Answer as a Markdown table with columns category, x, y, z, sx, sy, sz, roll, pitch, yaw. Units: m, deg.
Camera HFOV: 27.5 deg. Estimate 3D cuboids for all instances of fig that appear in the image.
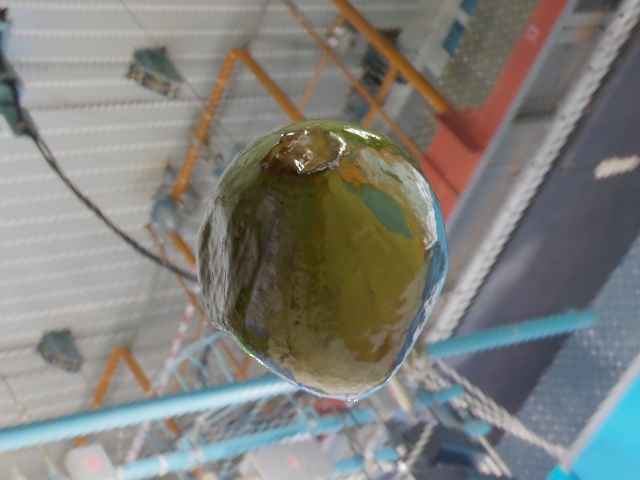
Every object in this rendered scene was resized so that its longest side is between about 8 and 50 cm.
| category | x | y | z | sx | sy | sz | roll | pitch | yaw |
| --- | --- | --- | --- | --- | --- | --- | --- | --- | --- |
| fig | 0.000 | 0.000 | 0.730 | 0.166 | 0.144 | 0.154 | 96 | -165 | -48 |
